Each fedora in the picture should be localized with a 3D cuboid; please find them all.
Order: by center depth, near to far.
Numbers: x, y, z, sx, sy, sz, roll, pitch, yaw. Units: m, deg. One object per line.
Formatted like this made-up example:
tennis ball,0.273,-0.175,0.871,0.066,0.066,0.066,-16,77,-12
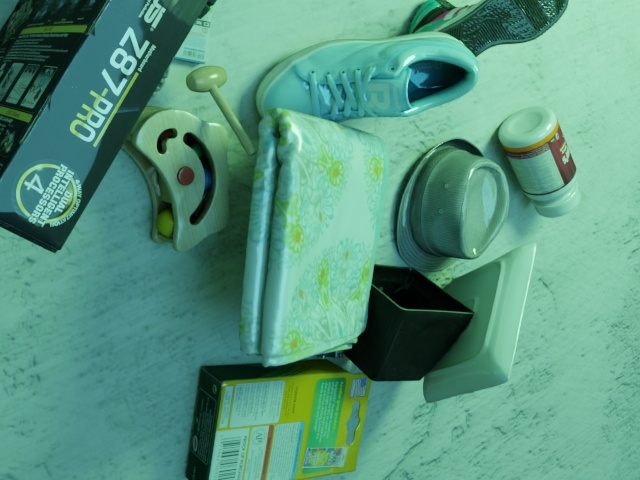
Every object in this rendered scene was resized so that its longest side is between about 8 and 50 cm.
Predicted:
fedora,0.276,-0.058,1.523,0.243,0.124,0.276,17,92,-38

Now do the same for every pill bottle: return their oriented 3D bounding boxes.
pill bottle,0.465,-0.161,1.637,0.121,0.121,0.221,-46,124,-18

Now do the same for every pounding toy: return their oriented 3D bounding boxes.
pounding toy,-0.198,-0.115,1.136,0.154,0.154,0.270,-12,109,-38

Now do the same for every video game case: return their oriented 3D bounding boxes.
video game case,-0.214,-0.353,1.151,0.119,0.015,0.166,3,101,-36

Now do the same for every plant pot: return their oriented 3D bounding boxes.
plant pot,0.136,0.158,1.451,0.188,0.187,0.167,6,112,-37

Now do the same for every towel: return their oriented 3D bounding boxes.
towel,0.000,0.000,1.232,0.320,0.090,0.375,0,96,-63

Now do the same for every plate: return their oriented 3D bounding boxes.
plate,0.283,0.153,1.467,0.045,0.278,0.277,25,63,-14

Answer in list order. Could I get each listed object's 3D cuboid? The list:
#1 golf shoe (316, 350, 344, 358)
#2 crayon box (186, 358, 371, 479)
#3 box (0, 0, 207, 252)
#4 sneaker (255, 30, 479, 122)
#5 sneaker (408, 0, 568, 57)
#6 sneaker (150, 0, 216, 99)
golf shoe,-0.039,0.160,1.388,0.198,0.077,0.094,10,85,-45
crayon box,-0.068,0.325,1.395,0.322,0.083,0.203,4,100,-36
box,-0.310,-0.178,0.886,0.097,0.394,0.318,32,81,-36
sneaker,0.078,-0.252,1.242,0.365,0.150,0.135,-17,116,-4
sneaker,0.277,-0.389,1.399,0.295,0.178,0.124,-25,119,4
sneaker,-0.247,-0.295,1.069,0.297,0.129,0.111,-47,137,13
